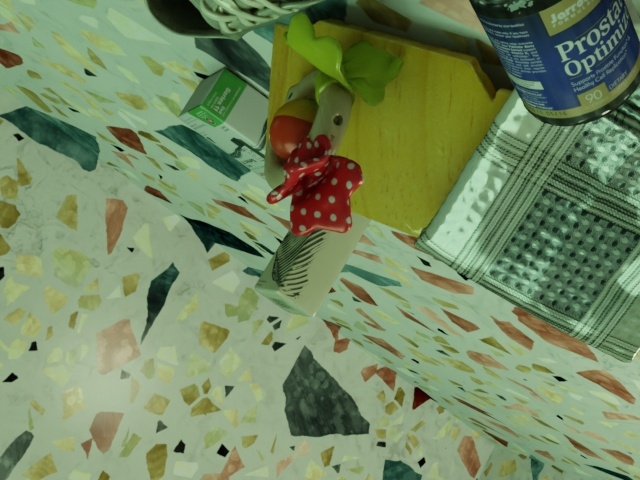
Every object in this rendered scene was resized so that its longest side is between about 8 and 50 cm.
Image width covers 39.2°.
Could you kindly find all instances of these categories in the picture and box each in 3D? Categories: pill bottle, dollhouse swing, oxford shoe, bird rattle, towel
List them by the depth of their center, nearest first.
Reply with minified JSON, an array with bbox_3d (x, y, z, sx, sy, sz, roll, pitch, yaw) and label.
[{"bbox_3d":[0.204,-0.216,0.810,0.122,0.123,0.219,16,156,44],"label":"pill bottle"},{"bbox_3d":[0.310,-0.032,1.008,0.312,0.056,0.324,30,124,0],"label":"towel"},{"bbox_3d":[-0.073,-0.305,1.035,0.169,0.130,0.449,35,165,-32],"label":"oxford shoe"},{"bbox_3d":[-0.003,-0.124,1.073,0.143,0.254,0.207,13,171,-23],"label":"bird rattle"},{"bbox_3d":[0.153,-0.155,1.262,0.346,0.305,0.315,23,123,28],"label":"dollhouse swing"}]

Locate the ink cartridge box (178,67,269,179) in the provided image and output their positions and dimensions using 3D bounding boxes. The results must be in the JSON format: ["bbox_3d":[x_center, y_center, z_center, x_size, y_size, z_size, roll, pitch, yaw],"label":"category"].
[{"bbox_3d":[-0.130,-0.201,1.600,0.208,0.087,0.153,34,166,-20],"label":"ink cartridge box"}]

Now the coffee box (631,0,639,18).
[{"bbox_3d":[0.284,-0.239,0.635,0.141,0.098,0.246,15,159,47],"label":"coffee box"}]

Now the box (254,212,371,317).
[{"bbox_3d":[0.000,0.000,1.646,0.094,0.275,0.113,37,164,-23],"label":"box"}]
